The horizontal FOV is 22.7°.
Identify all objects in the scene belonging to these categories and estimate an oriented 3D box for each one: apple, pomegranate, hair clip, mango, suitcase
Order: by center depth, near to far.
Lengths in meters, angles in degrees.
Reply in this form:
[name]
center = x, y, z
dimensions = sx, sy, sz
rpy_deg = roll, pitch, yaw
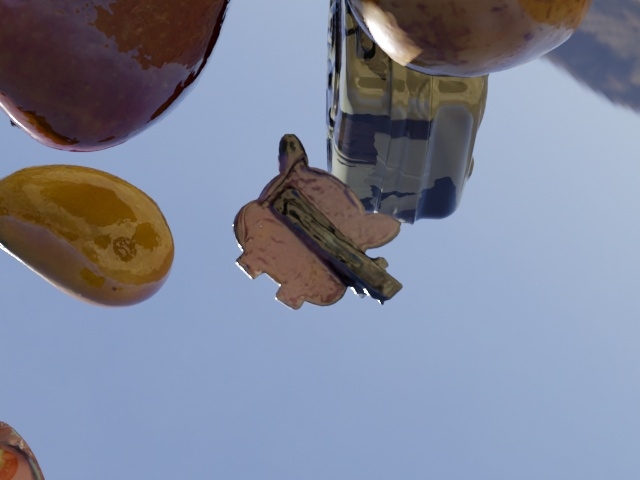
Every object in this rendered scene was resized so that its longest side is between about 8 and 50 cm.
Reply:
[pomegranate]
center = 0.133, -0.261, 1.395
dimensions = 0.248, 0.248, 0.248
rpy_deg = 41, -163, -15
[apple]
center = -0.212, -0.242, 1.414
dimensions = 0.288, 0.317, 0.288
rpy_deg = 32, -155, -17
[hair clip]
center = -0.001, 0.002, 1.601
dimensions = 0.187, 0.146, 0.056
rpy_deg = 37, 164, 1
[suitcase]
center = 0.102, -0.199, 1.890
dimensions = 0.194, 0.339, 0.351
rpy_deg = 3, -125, -2
[mango]
center = -0.300, -0.016, 2.021
dimensions = 0.254, 0.139, 0.175
rpy_deg = 32, -143, 9

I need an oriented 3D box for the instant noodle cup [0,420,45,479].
[instant noodle cup]
center = -0.431, 0.322, 1.679
dimensions = 0.231, 0.243, 0.243
rpy_deg = -5, -131, -39
